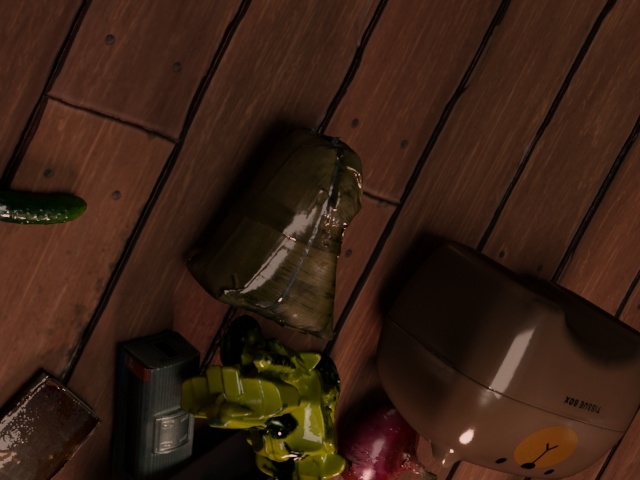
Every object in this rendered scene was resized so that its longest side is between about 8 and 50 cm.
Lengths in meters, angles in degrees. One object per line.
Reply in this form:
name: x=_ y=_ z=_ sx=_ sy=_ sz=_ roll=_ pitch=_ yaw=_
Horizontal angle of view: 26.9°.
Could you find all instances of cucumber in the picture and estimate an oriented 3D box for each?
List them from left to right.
cucumber: x=-0.329 y=-0.035 z=1.490 sx=0.155 sy=0.037 sz=0.037 roll=3 pitch=112 yaw=-38

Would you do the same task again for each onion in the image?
onion: x=0.108 y=0.318 z=1.951 sx=0.150 sy=0.140 sz=0.150 roll=-35 pitch=146 yaw=-28

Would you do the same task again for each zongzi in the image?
zongzi: x=0.000 y=0.000 z=1.701 sx=0.274 sy=0.125 sz=0.251 roll=28 pitch=102 yaw=-45

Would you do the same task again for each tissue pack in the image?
tissue pack: x=0.269 y=0.186 z=1.911 sx=0.387 sy=0.267 sz=0.277 roll=22 pitch=102 yaw=-44

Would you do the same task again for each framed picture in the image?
framed picture: x=-0.156 y=0.384 z=1.788 sx=0.339 sy=0.014 sz=0.255 roll=-29 pitch=132 yaw=-51

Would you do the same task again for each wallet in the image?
wallet: x=-0.380 y=0.271 z=1.627 sx=0.232 sy=0.031 sz=0.122 roll=-47 pitch=129 yaw=-9

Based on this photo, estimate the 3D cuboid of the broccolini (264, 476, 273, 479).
broccolini: x=-0.088 y=0.350 z=1.806 sx=0.201 sy=0.058 sz=0.074 roll=-4 pitch=105 yaw=-61

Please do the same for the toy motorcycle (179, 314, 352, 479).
toy motorcycle: x=-0.056 y=0.223 z=1.726 sx=0.342 sy=0.142 sz=0.206 roll=37 pitch=46 yaw=-61

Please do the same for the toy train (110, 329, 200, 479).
toy train: x=-0.218 y=0.316 z=1.739 sx=0.086 sy=0.089 sz=0.409 roll=-14 pitch=122 yaw=-37
